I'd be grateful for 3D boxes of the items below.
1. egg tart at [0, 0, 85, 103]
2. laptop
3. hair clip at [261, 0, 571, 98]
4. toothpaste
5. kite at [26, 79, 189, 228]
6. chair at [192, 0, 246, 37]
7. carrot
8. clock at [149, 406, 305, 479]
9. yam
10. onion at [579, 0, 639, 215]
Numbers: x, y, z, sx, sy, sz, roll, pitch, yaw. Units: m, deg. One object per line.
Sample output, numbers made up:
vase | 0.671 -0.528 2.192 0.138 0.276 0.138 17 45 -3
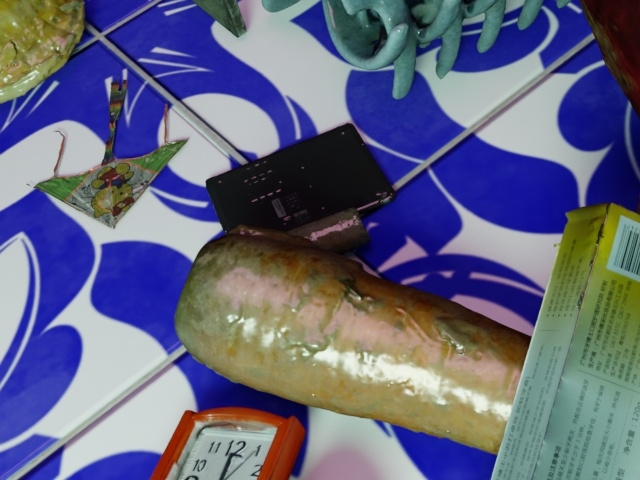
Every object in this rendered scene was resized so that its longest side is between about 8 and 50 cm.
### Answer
egg tart | -0.460 -0.294 1.091 0.295 0.116 0.294 -6 54 9
laptop | -0.024 -0.054 0.871 0.180 0.016 0.129 -22 52 -6
hair clip | 0.123 -0.329 0.891 0.318 0.392 0.238 -30 78 -12
toothpaste | 0.176 0.134 0.562 0.089 0.071 0.312 21 79 -13
kite | -0.250 -0.105 0.966 0.198 0.006 0.244 -13 52 3
chair | -0.146 -0.409 1.091 0.147 0.136 0.270 -39 53 -15
carrot | 0.026 0.086 0.682 0.302 0.138 0.138 22 60 15
clock | -0.081 0.207 0.647 0.113 0.061 0.155 -3 43 28
yam | 0.000 0.000 0.805 0.094 0.043 0.043 -21 52 -2
onion | 0.353 -0.177 0.665 0.398 0.398 0.420 37 102 33
